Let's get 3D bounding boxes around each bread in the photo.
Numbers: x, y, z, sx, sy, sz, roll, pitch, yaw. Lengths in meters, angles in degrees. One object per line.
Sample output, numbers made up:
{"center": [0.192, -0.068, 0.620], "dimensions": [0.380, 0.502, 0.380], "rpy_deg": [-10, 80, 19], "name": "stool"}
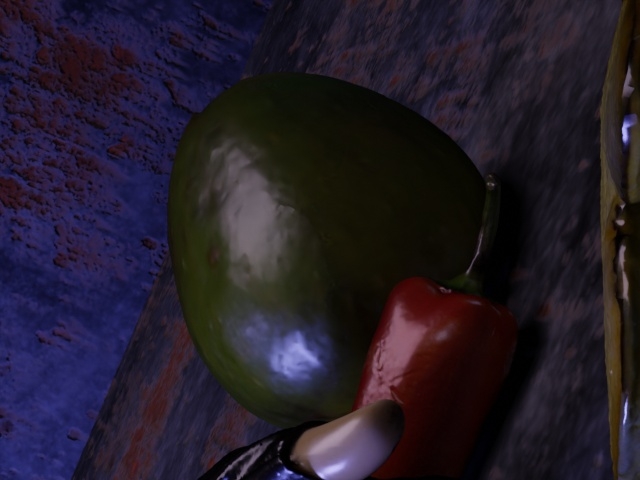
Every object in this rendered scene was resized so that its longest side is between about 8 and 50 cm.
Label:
{"center": [0.122, -0.001, 0.663], "dimensions": [0.187, 0.065, 0.149], "rpy_deg": [82, -165, -54], "name": "bread"}

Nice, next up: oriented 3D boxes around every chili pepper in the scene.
{"center": [0.039, 0.097, 0.928], "dimensions": [0.063, 0.071, 0.272], "rpy_deg": [30, 105, 40], "name": "chili pepper"}

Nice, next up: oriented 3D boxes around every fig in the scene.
{"center": [0.000, 0.000, 1.045], "dimensions": [0.181, 0.191, 0.181], "rpy_deg": [-38, -15, -12], "name": "fig"}

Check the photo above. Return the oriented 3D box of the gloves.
{"center": [0.010, 0.151, 0.830], "dimensions": [0.203, 0.124, 0.164], "rpy_deg": [-12, 87, 41], "name": "gloves"}
